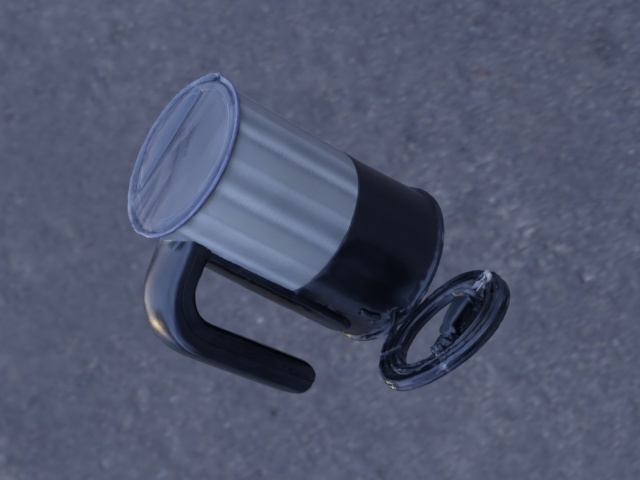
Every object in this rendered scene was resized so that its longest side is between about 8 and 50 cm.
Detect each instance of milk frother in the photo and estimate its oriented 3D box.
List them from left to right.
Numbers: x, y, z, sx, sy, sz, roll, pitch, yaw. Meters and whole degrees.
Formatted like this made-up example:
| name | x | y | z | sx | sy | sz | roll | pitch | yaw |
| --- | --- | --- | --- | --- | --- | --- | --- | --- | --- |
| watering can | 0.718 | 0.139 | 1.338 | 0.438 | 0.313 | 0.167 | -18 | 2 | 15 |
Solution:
| name | x | y | z | sx | sy | sz | roll | pitch | yaw |
| --- | --- | --- | --- | --- | --- | --- | --- | --- | --- |
| milk frother | 0.000 | 0.000 | 0.772 | 0.143 | 0.134 | 0.129 | -18 | 54 | 48 |
